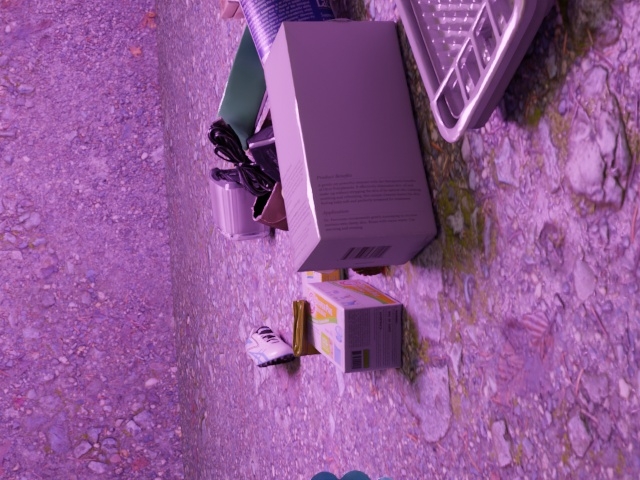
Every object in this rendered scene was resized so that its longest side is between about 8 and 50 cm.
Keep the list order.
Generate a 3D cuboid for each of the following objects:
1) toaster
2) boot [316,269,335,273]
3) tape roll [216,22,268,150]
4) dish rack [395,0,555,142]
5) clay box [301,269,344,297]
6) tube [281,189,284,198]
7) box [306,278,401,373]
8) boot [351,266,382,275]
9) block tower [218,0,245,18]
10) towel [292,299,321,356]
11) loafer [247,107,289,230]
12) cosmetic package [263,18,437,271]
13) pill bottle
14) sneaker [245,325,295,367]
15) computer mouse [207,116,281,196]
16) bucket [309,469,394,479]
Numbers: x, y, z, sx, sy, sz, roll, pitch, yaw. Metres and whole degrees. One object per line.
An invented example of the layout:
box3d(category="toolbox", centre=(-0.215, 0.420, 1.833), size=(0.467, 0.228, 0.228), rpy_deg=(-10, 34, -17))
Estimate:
box3d(category="toaster", centre=(-0.184, -0.089, 2.438), size=(0.227, 0.129, 0.146), rpy_deg=(-145, 49, -65))
box3d(category="boot", centre=(0.029, -0.062, 1.791), size=(0.165, 0.077, 0.213), rpy_deg=(112, 175, -47))
box3d(category="tape roll", centre=(-0.130, -0.343, 2.079), size=(0.321, 0.077, 0.321), rpy_deg=(-160, 90, -87))
box3d(category="dish rack", centre=(0.191, -0.323, 1.317), size=(0.285, 0.072, 0.332), rpy_deg=(111, 150, -54))
box3d(category="clay box", centre=(0.000, 0.000, 2.001), size=(0.127, 0.053, 0.222), rpy_deg=(177, 91, -72))
box3d(category="tube", centre=(-0.014, -0.151, 1.850), size=(0.240, 0.070, 0.062), rpy_deg=(112, 173, -53))
box3d(category="box", centre=(0.054, 0.142, 1.782), size=(0.203, 0.103, 0.114), rpy_deg=(-153, 60, -69))
box3d(category="boot", centre=(0.055, -0.005, 1.730), size=(0.158, 0.059, 0.084), rpy_deg=(42, -137, -58))
box3d(category="block tower", centre=(-0.200, -0.689, 2.414), size=(0.097, 0.091, 0.335), rpy_deg=(148, 118, -69))
box3d(category="towel", centre=(-0.023, 0.165, 1.941), size=(0.237, 0.021, 0.102), rpy_deg=(29, -117, -79))
box3d(category="loafer", centre=(-0.077, -0.181, 2.074), size=(0.134, 0.130, 0.365), rpy_deg=(-134, 43, -63))
box3d(category="cosmetic package", centre=(0.040, -0.150, 1.619), size=(0.155, 0.197, 0.365), rpy_deg=(127, 138, -64))
box3d(category="pill bottle", centre=(-0.062, -0.415, 1.859), size=(0.264, 0.153, 0.153), rpy_deg=(70, 160, 5))
box3d(category="sneaker", centre=(-0.121, 0.242, 2.373), size=(0.237, 0.085, 0.086), rpy_deg=(178, 84, -71))
box3d(category="computer mouse", centre=(-0.064, -0.180, 1.953), size=(0.188, 0.272, 0.072), rpy_deg=(55, -136, -35))
box3d(category="bucket", centre=(0.042, 0.520, 1.658), size=(0.281, 0.281, 0.183), rpy_deg=(-131, 38, -62))
